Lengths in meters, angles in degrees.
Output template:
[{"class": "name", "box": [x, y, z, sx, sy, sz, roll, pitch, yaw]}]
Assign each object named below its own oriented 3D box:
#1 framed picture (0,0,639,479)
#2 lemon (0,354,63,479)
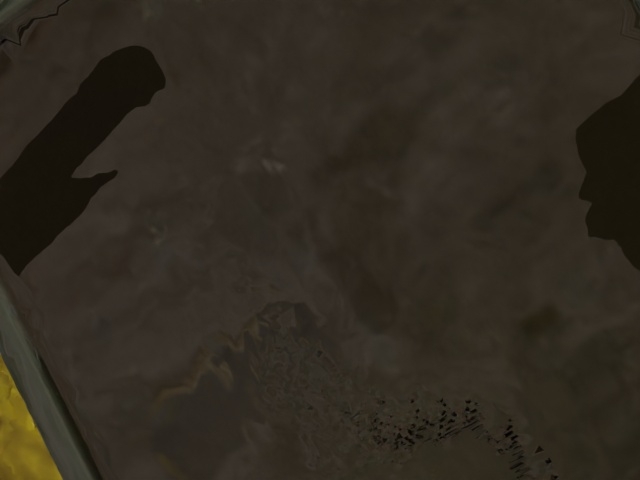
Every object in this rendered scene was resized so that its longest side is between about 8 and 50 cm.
[{"class": "framed picture", "box": [0.000, 0.000, 0.475, 0.273, 0.016, 0.216, -24, -88, 45]}, {"class": "lemon", "box": [-0.077, 0.030, 0.853, 0.310, 0.258, 0.258, -11, -16, -17]}]
